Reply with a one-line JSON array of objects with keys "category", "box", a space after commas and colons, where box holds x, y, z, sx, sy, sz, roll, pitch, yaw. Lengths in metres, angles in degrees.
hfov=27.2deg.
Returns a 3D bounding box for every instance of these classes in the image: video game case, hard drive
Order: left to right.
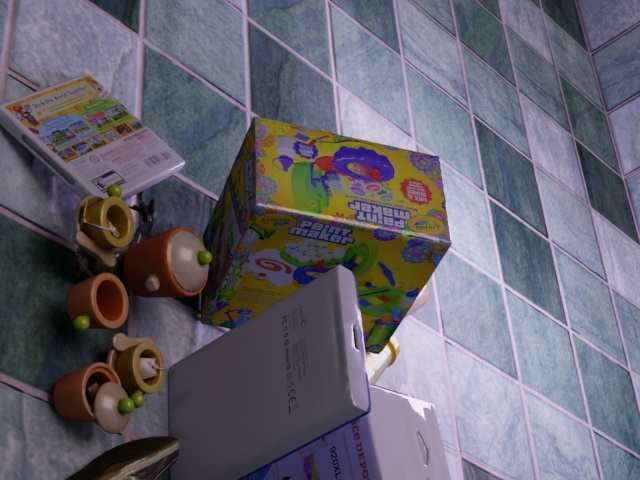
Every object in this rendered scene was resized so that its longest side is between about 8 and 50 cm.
[{"category": "video game case", "box": [-0.326, -0.144, 1.892, 0.206, 0.026, 0.227, 42, 30, 6]}, {"category": "hard drive", "box": [-0.075, 0.191, 1.714, 0.040, 0.319, 0.210, 31, 40, -38]}]

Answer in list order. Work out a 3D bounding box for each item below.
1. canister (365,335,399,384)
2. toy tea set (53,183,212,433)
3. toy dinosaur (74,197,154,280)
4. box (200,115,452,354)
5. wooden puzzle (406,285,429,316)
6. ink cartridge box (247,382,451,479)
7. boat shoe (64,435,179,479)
[{"category": "canister", "box": [0.040, 0.210, 2.058, 0.073, 0.126, 0.170, 55, 32, -7]}, {"category": "toy tea set", "box": [-0.232, 0.096, 1.713, 0.200, 0.124, 0.336, 37, 50, -49]}, {"category": "toy dinosaur", "box": [-0.271, 0.003, 1.862, 0.268, 0.064, 0.118, 2, 72, -56]}, {"category": "box", "box": [0.000, 0.000, 1.939, 0.290, 0.279, 0.177, 11, 48, -17]}, {"category": "wooden puzzle", "box": [0.094, 0.036, 2.384, 0.221, 0.044, 0.238, -25, 88, -60]}, {"category": "ink cartridge box", "box": [0.040, 0.328, 1.841, 0.168, 0.233, 0.171, 23, 45, -45]}, {"category": "boat shoe", "box": [-0.250, 0.303, 1.608, 0.223, 0.080, 0.073, -25, 107, -57]}]
